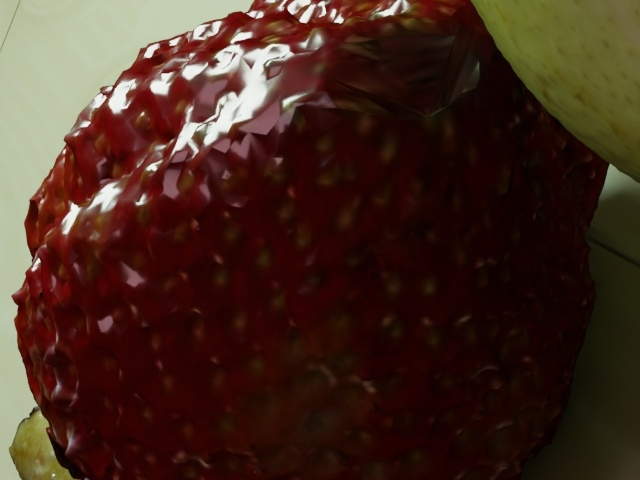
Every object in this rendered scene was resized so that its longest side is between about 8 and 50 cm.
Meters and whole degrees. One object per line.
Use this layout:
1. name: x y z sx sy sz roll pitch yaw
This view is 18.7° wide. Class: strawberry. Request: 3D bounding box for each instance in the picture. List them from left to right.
1. strawberry: 0.000 0.000 0.786 0.288 0.238 0.250 120 157 -68

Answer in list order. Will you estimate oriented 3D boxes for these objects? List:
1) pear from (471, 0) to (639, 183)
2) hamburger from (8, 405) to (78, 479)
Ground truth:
1. pear: 0.166 -0.140 0.573 0.309 0.309 0.309 -41 33 35
2. hamburger: -0.089 0.119 1.021 0.176 0.087 0.102 -36 48 28
